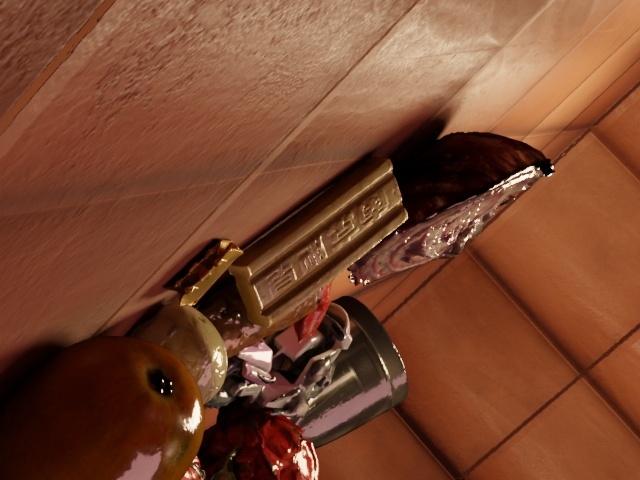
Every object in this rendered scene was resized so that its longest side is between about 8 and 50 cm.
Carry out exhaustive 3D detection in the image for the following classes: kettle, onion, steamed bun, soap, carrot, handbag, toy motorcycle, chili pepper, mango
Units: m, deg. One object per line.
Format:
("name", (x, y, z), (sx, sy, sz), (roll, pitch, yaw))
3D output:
("kettle", (-0.052, 0.273, 2.314), (0.324, 0.228, 0.321), (-29, -171, -22))
("onion", (0.153, -0.062, 1.763), (0.280, 0.146, 0.314), (-13, 162, -45))
("steamed bun", (-0.155, 0.132, 1.401), (0.130, 0.112, 0.091), (-55, 164, 30))
("soap", (0.001, 0.000, 1.518), (0.252, 0.092, 0.037), (-38, -147, -28))
("carrot", (-0.112, 0.104, 1.527), (0.263, 0.102, 0.102), (-35, 169, -32))
("handbag", (-0.123, 0.032, 1.338), (0.083, 0.027, 0.061), (-45, 171, 7))
("toy motorcycle", (-0.060, 0.182, 2.015), (0.327, 0.143, 0.188), (5, 120, -55))
("chili pepper", (-0.008, 0.076, 1.901), (0.059, 0.050, 0.191), (-21, 137, -49))
("mango", (-0.233, 0.206, 1.255), (0.211, 0.173, 0.317), (-34, 175, -38))

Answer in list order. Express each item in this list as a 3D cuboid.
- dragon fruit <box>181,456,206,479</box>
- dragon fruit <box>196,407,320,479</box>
("dragon fruit", (-0.281, 0.406, 1.887), (0.227, 0.224, 0.224), (-36, 173, 14))
("dragon fruit", (-0.109, 0.389, 2.073), (0.234, 0.234, 0.293), (-41, 161, -2))
